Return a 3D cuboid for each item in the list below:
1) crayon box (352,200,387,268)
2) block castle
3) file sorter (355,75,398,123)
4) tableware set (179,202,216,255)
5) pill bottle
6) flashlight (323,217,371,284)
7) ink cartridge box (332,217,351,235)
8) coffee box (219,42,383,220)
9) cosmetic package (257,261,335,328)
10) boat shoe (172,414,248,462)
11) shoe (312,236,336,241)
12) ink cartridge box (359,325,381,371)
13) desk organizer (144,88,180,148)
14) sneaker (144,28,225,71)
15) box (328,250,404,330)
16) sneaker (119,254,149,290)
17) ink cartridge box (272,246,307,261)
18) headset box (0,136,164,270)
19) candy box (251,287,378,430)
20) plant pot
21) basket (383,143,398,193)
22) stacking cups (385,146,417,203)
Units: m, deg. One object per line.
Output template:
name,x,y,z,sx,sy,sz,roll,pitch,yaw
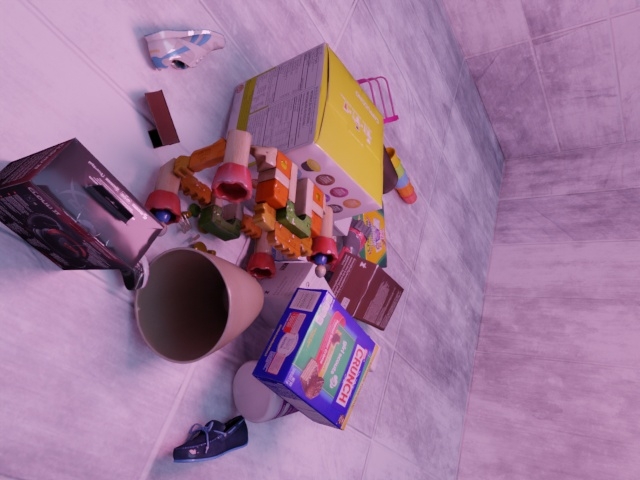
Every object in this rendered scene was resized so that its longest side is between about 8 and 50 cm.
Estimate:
crayon box,0.187,-0.021,1.843,0.165,0.081,0.278,-6,92,-53
block castle,-0.173,-0.044,1.161,0.453,0.303,0.212,39,45,-49
file sorter,0.118,-0.489,1.693,0.291,0.202,0.182,-31,109,-50
tableware set,-0.323,-0.016,1.218,0.104,0.024,0.154,-51,125,-50
pill bottle,-0.098,0.425,1.363,0.302,0.169,0.169,10,80,-52
flashlight,0.077,0.061,1.659,0.304,0.103,0.103,-56,174,-27
ink cartridge box,-0.003,-0.095,1.494,0.087,0.208,0.153,43,55,-46
coffee box,-0.037,-0.271,1.316,0.338,0.334,0.338,36,51,-46
cosmetic package,-0.088,0.168,1.380,0.151,0.184,0.151,-57,131,-37
boat shoe,-0.285,0.506,1.185,0.258,0.109,0.089,27,58,-67
shoe,0.000,0.000,1.597,0.219,0.077,0.058,-26,121,-54
ink cartridge box,0.078,0.359,1.595,0.237,0.172,0.100,49,51,-40
desk organizer,-0.396,-0.294,1.120,0.050,0.047,0.130,-33,113,-46
sneaker,-0.340,-0.492,1.187,0.229,0.087,0.092,-28,117,-43
box,0.162,0.193,1.645,0.191,0.143,0.381,-63,153,-6
sneaker,-0.441,0.026,1.015,0.077,0.072,0.178,-7,81,-63
ink cartridge box,-0.094,0.021,1.433,0.052,0.122,0.088,20,72,-50
headset box,-0.447,-0.051,0.831,0.218,0.293,0.110,53,48,-35
candy box,0.002,0.325,1.252,0.317,0.122,0.268,52,54,-39
plant pot,-0.259,0.152,1.135,0.274,0.257,0.256,11,78,-68
basket,0.211,-0.293,1.845,0.227,0.154,0.204,41,71,-49
stacking cups,0.354,-0.277,2.084,0.316,0.096,0.096,52,49,-41
